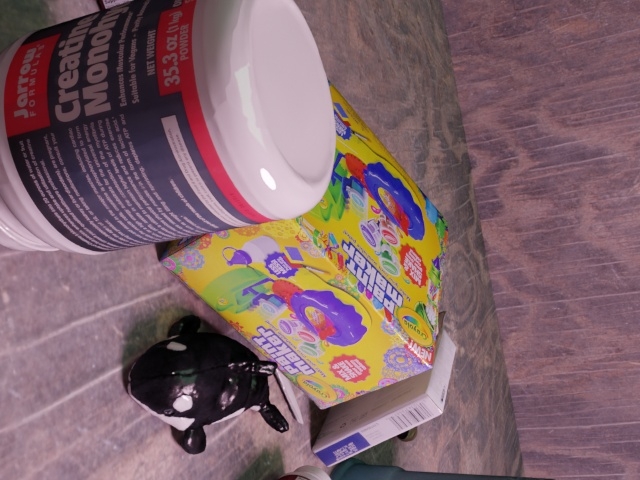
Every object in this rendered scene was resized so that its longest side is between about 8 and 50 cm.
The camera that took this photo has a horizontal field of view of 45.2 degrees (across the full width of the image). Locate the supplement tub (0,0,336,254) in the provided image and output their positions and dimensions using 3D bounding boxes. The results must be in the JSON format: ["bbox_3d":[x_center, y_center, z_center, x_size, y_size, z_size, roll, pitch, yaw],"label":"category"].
[{"bbox_3d":[-0.142,-0.092,0.622,0.191,0.272,0.191,-10,90,-69],"label":"supplement tub"}]

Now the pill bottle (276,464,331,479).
[{"bbox_3d":[-0.037,0.345,0.961,0.152,0.086,0.086,-27,107,-68],"label":"pill bottle"}]

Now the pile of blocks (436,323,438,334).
[{"bbox_3d":[0.096,-0.024,1.191,0.362,0.149,0.113,63,33,-8],"label":"pile of blocks"}]

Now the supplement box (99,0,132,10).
[{"bbox_3d":[-0.166,-0.212,0.884,0.130,0.073,0.239,-57,134,-61],"label":"supplement box"}]

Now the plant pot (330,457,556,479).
[{"bbox_3d":[0.210,0.504,1.181,0.341,0.334,0.341,-8,90,-69],"label":"plant pot"}]

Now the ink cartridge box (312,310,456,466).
[{"bbox_3d":[0.106,0.228,1.194,0.045,0.223,0.224,50,30,-12],"label":"ink cartridge box"}]

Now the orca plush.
[{"bbox_3d":[-0.091,0.170,0.873,0.287,0.102,0.151,51,36,-52],"label":"orca plush"}]

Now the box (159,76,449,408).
[{"bbox_3d":[0.000,0.000,0.966,0.290,0.177,0.279,46,36,-24],"label":"box"}]

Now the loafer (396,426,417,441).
[{"bbox_3d":[0.165,0.328,1.518,0.050,0.056,0.147,-9,89,-75],"label":"loafer"}]

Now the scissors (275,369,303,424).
[{"bbox_3d":[-0.070,0.129,1.055,0.109,0.021,0.297,-79,149,-46],"label":"scissors"}]
